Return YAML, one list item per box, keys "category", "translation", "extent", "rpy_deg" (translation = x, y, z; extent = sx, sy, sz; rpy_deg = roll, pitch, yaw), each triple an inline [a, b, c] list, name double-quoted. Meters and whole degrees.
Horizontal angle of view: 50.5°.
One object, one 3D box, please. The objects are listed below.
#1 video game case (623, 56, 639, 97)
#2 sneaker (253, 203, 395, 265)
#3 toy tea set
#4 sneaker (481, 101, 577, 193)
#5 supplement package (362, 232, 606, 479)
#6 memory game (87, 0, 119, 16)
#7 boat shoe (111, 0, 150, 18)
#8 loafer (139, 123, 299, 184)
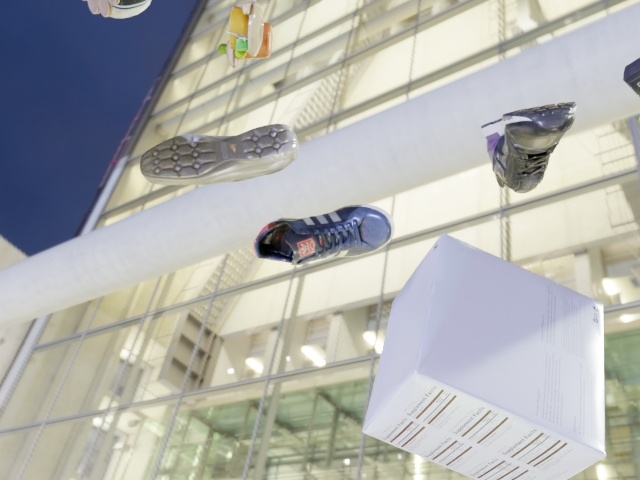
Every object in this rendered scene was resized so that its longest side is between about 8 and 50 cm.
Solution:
- category: "video game case"
  translation: [0.525, -0.161, 0.736]
  extent: [0.274, 0.248, 0.035]
  rpy_deg: [38, -129, -15]
- category: "sneaker"
  translation: [0.000, 0.000, 1.616]
  extent: [0.148, 0.349, 0.131]
  rpy_deg: [-39, -63, -63]
- category: "toy tea set"
  translation: [-0.150, -0.419, 1.100]
  extent: [0.200, 0.124, 0.336]
  rpy_deg: [-81, -4, -47]
- category: "sneaker"
  translation: [0.330, -0.137, 1.052]
  extent: [0.283, 0.107, 0.124]
  rpy_deg: [-48, -51, -86]
- category: "supplement package"
  translation: [0.180, 0.139, 0.746]
  extent: [0.203, 0.149, 0.194]
  rpy_deg: [24, -132, -3]
- category: "memory game"
  translation: [-0.357, -0.448, 1.063]
  extent: [0.012, 0.186, 0.186]
  rpy_deg: [-21, -87, -37]
- category: "boat shoe"
  translation: [-0.325, -0.558, 1.341]
  extent: [0.113, 0.105, 0.306]
  rpy_deg: [48, -122, -12]
- category: "loafer"
  translation: [-0.201, -0.160, 1.378]
  extent: [0.111, 0.319, 0.112]
  rpy_deg: [91, 170, -69]
